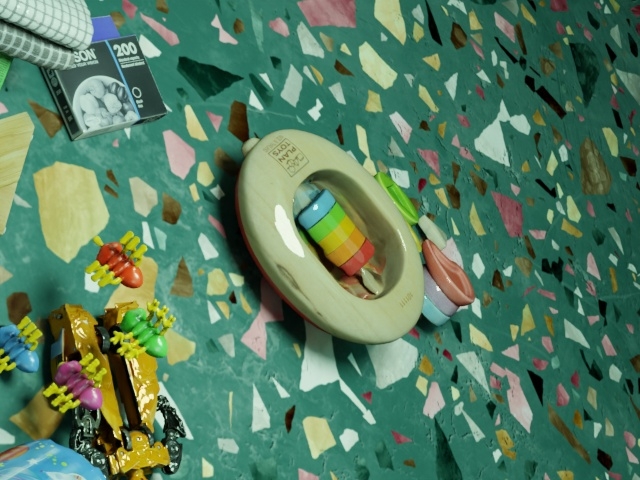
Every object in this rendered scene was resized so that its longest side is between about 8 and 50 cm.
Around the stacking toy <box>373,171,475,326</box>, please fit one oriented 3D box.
[{"bbox_3d":[0.160,0.024,2.575,0.309,0.130,0.279,43,18,-29],"label":"stacking toy"}]

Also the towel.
[{"bbox_3d":[-0.496,-0.395,1.931,0.235,0.121,0.284,16,37,-50],"label":"towel"}]

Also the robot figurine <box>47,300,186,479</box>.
[{"bbox_3d":[-0.310,0.237,1.916,0.211,0.085,0.291,1,70,-47],"label":"robot figurine"}]

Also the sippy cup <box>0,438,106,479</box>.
[{"bbox_3d":[-0.344,0.337,1.390,0.305,0.240,0.224,59,34,-3],"label":"sippy cup"}]

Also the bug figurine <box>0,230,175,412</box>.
[{"bbox_3d":[-0.334,0.127,1.824,0.216,0.279,0.072,47,-9,25],"label":"bug figurine"}]

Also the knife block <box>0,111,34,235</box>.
[{"bbox_3d":[-0.554,-0.100,1.804,0.242,0.088,0.276,30,56,-33],"label":"knife block"}]

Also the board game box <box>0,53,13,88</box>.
[{"bbox_3d":[-0.586,-0.255,1.854,0.259,0.030,0.136,22,89,-41],"label":"board game box"}]

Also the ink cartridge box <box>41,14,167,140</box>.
[{"bbox_3d":[-0.375,-0.285,2.148,0.206,0.045,0.208,-23,87,-50],"label":"ink cartridge box"}]

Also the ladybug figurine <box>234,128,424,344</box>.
[{"bbox_3d":[0.000,0.000,2.302,0.449,0.162,0.305,53,52,-8],"label":"ladybug figurine"}]
